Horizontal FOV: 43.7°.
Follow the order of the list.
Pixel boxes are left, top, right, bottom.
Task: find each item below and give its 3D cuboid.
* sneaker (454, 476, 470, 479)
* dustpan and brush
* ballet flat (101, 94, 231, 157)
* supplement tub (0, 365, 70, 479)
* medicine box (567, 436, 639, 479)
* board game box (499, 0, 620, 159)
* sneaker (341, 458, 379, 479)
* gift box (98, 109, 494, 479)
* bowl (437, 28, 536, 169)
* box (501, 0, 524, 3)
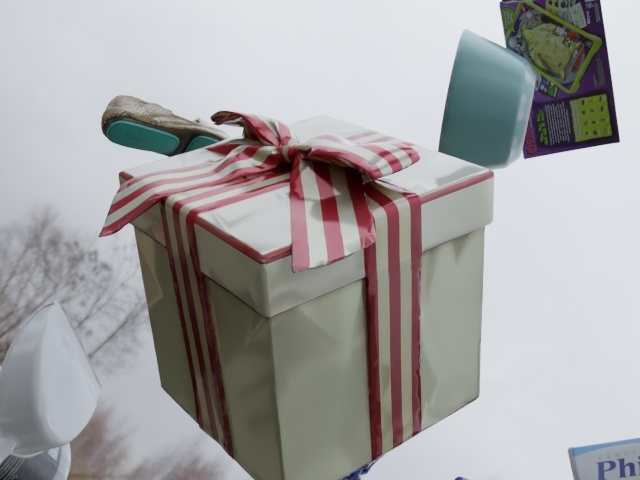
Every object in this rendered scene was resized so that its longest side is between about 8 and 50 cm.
[{"bbox_3d":[0.084,0.172,0.456,0.068,0.071,0.170,15,-16,-11],"label":"sneaker"},{"bbox_3d":[-0.295,0.181,0.798,0.060,0.211,0.147,-7,-55,8],"label":"dustpan and brush"},{"bbox_3d":[-0.173,-0.134,1.005,0.206,0.067,0.073,20,-45,-33],"label":"ballet flat"},{"bbox_3d":[-0.492,0.263,1.095,0.193,0.193,0.316,28,-28,29],"label":"supplement tub"},{"bbox_3d":[0.456,0.353,0.941,0.263,0.149,0.289,-14,-46,15],"label":"medicine box"},{"bbox_3d":[0.518,-0.365,1.737,0.056,0.208,0.347,-48,128,-78],"label":"board game box"},{"bbox_3d":[0.008,0.265,0.965,0.131,0.297,0.112,10,-9,25],"label":"sneaker"},{"bbox_3d":[-0.020,0.036,0.667,0.255,0.276,0.258,23,-55,43],"label":"gift box"},{"bbox_3d":[0.349,-0.270,1.652,0.163,0.312,0.312,11,-35,11],"label":"bowl"},{"bbox_3d":[0.198,-0.448,0.818,0.073,0.293,0.295,1,-14,29],"label":"box"}]
